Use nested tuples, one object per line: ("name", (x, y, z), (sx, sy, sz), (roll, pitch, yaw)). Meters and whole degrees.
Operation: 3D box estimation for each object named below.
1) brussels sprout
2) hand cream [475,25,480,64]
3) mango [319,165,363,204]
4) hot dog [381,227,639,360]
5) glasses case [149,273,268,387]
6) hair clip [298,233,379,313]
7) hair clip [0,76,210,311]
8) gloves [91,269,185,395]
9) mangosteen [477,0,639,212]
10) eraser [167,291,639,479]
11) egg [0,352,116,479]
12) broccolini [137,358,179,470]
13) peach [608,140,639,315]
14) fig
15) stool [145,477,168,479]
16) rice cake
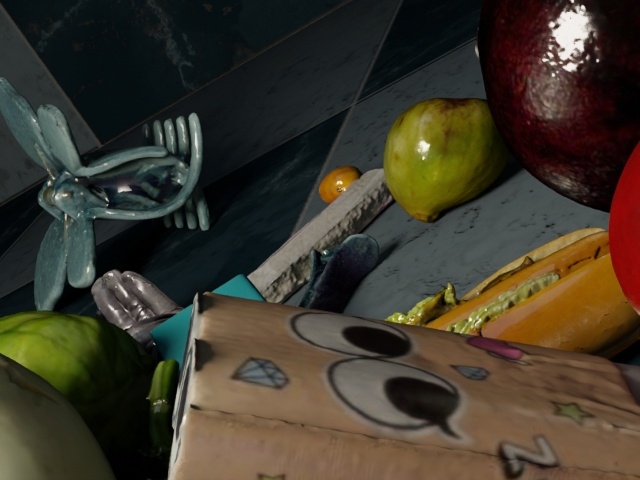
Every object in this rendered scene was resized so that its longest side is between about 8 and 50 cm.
("brussels sprout", (-0.250, 0.170, 1.163), (0.210, 0.219, 0.271), (-5, 9, 28))
("hand cream", (0.354, -0.304, 1.530), (0.359, 0.118, 0.185), (-34, 13, -22))
("mango", (0.027, -0.071, 1.590), (0.060, 0.046, 0.089), (-34, 4, -7))
("hot dog", (0.095, 0.094, 0.908), (0.337, 0.100, 0.135), (-33, 18, 3))
("glasses case", (-0.066, 0.128, 1.111), (0.117, 0.070, 0.301), (-33, 23, -6))
("hair clip", (-0.023, 0.087, 1.244), (0.083, 0.048, 0.275), (-16, 25, 36))
("hair clip", (-0.330, -0.087, 1.911), (0.238, 0.392, 0.318), (-12, 5, -26))
("gloves", (-0.200, 0.116, 1.379), (0.142, 0.119, 0.285), (-28, 28, -20))
("mangosteen", (0.293, -0.152, 0.954), (0.307, 0.307, 0.347), (-41, 47, -23))
("eraser", (0.067, 0.101, 0.676), (0.291, 0.087, 0.171), (10, 18, -7))
("egg", (-0.296, 0.250, 0.890), (0.345, 0.283, 0.283), (-62, 18, 1))
("broccolini", (-0.095, 0.132, 0.988), (0.123, 0.062, 0.271), (-42, 22, -2))
("peach", (0.266, -0.006, 0.749), (0.197, 0.197, 0.197), (-31, 17, 11))
("fig", (0.135, -0.098, 1.325), (0.136, 0.120, 0.153), (-1, -30, -38))
("stool", (-0.091, 0.225, 0.707), (0.232, 0.141, 0.232), (-35, -13, -9))
("rice cake", (0.000, -0.001, 1.436), (0.055, 0.049, 0.270), (21, 54, 43))
